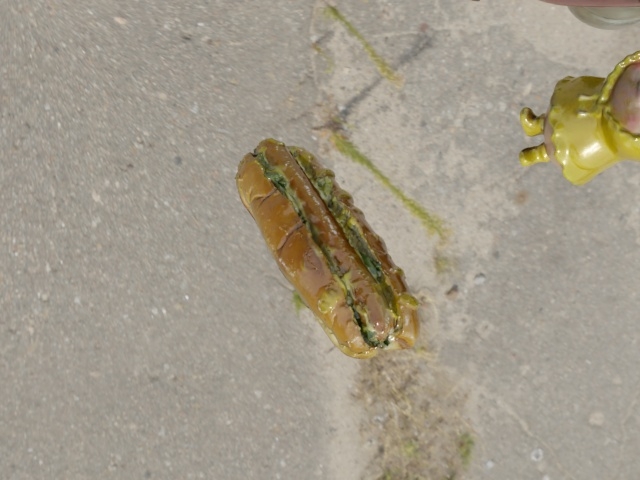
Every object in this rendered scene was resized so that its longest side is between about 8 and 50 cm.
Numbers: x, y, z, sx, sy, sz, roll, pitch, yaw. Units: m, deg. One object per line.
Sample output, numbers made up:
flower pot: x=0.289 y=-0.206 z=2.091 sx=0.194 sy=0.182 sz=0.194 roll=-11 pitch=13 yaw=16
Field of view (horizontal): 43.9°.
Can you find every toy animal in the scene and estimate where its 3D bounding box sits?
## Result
toy animal: x=0.357 y=-0.142 z=0.974 sx=0.156 sy=0.229 sz=0.156 roll=6 pitch=82 yaw=-53

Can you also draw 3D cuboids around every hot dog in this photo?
hot dog: x=0.000 y=0.000 z=0.773 sx=0.115 sy=0.269 sz=0.072 roll=-19 pitch=149 yaw=-29

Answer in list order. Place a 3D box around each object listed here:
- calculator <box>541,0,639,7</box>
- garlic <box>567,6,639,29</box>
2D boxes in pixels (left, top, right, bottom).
calculator: x=0.330 y=-0.261 z=0.628 sx=0.048 sy=0.329 sz=0.220 roll=62 pitch=41 yaw=-41
garlic: x=0.407 y=-0.379 z=1.028 sx=0.185 sy=0.203 sz=0.281 roll=-49 pitch=145 yaw=-31
